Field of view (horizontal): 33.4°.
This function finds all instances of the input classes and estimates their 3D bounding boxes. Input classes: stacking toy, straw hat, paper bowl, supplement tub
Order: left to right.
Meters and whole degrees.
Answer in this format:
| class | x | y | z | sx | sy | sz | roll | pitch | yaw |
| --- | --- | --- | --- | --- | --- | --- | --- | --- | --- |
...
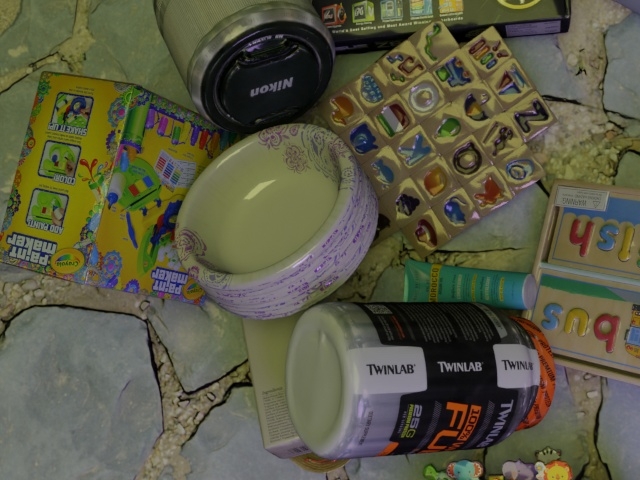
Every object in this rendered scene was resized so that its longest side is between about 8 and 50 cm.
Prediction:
| class | x | y | z | sx | sy | sz | roll | pitch | yaw |
| --- | --- | --- | --- | --- | --- | --- | --- | --- | --- |
| paper bowl | -0.052 | -0.015 | 1.510 | 0.284 | 0.148 | 0.284 | -16 | 47 | 18 |
| straw hat | 0.005 | 0.284 | 1.610 | 0.144 | 0.061 | 0.145 | -6 | 68 | 14 |
| supplement tub | 0.139 | 0.186 | 1.457 | 0.337 | 0.207 | 0.207 | 1 | 83 | -27 |
| stacking toy | 0.242 | 0.328 | 1.508 | 0.221 | 0.167 | 0.052 | -5 | 84 | 11 |

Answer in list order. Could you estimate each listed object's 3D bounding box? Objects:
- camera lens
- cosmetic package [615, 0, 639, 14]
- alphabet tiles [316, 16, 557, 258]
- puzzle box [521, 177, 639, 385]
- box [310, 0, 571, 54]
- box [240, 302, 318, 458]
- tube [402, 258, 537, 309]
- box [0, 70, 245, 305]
| class | x | y | z | sx | sy | sz | roll | pitch | yaw |
| --- | --- | --- | --- | --- | --- | --- | --- | --- | --- |
| camera lens | -0.118 | -0.310 | 1.573 | 0.219 | 0.219 | 0.274 | -32 | 53 | 6 |
| cosmetic package | 0.635 | -0.457 | 1.547 | 0.284 | 0.097 | 0.377 | 33 | 92 | 14 |
| alphabet tiles | 0.165 | -0.151 | 1.603 | 0.342 | 0.011 | 0.285 | -35 | 92 | 14 |
| puzzle box | 0.476 | 0.072 | 1.455 | 0.408 | 0.052 | 0.272 | 11 | 86 | 40 |
| box | 0.174 | -0.461 | 1.633 | 0.394 | 0.097 | 0.319 | -3 | 84 | 12 |
| box | -0.046 | 0.173 | 1.581 | 0.113 | 0.094 | 0.275 | -15 | 66 | 9 |
| tube | 0.215 | 0.071 | 1.584 | 0.207 | 0.052 | 0.080 | 1 | 78 | 33 |
| box | -0.284 | -0.067 | 1.568 | 0.177 | 0.290 | 0.279 | 12 | 86 | 28 |
